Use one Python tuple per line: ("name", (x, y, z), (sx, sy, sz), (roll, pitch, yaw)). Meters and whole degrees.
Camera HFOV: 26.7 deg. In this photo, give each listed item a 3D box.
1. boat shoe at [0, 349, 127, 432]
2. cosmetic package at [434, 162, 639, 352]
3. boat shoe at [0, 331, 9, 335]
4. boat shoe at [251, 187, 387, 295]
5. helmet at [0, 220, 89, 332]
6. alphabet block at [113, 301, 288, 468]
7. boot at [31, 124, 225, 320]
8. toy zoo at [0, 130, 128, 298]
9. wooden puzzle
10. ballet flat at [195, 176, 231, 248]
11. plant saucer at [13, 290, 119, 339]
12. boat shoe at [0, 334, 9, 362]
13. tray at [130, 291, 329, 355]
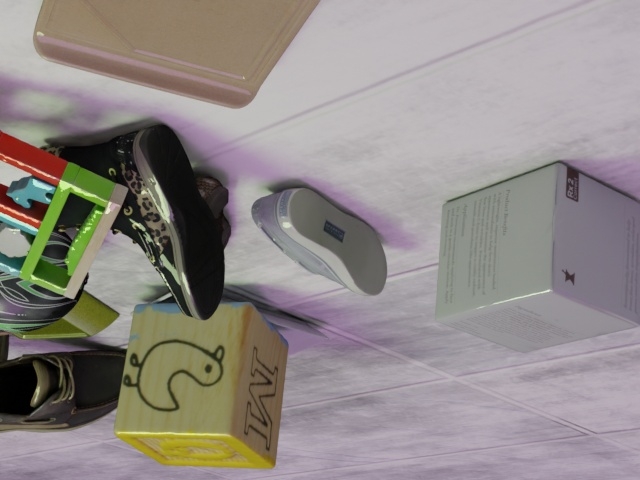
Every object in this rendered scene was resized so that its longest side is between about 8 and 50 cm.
("boat shoe", (-0.452, 0.246, 2.179), (0.355, 0.132, 0.130), (-11, 169, -28))
("cosmetic package", (0.248, 0.025, 1.533), (0.151, 0.151, 0.183), (22, 154, -34))
("boat shoe", (-0.541, 0.049, 1.874), (0.341, 0.122, 0.110), (10, -165, -3))
("boat shoe", (-0.001, 0.001, 1.652), (0.081, 0.079, 0.227), (0, 154, 38))
("helmet", (-0.392, 0.041, 1.725), (0.169, 0.169, 0.161), (0, 173, 15))
("alphabet block", (-0.167, 0.213, 1.959), (0.192, 0.197, 0.193), (-3, 156, 19))
("boot", (-0.216, -0.017, 1.538), (0.178, 0.085, 0.236), (-3, 119, 28))
("toy zoo", (-0.374, -0.052, 1.469), (0.293, 0.030, 0.192), (25, 137, -11))
("wooden puzzle", (-0.129, -0.212, 1.200), (0.221, 0.044, 0.239), (13, 152, -16))
("ballet flat", (-0.153, -0.014, 1.657), (0.058, 0.084, 0.250), (32, 158, 9))
("plant saucer", (-0.432, 0.107, 2.049), (0.188, 0.045, 0.188), (-3, 156, 23))
("boat shoe", (-0.545, 0.156, 2.162), (0.065, 0.075, 0.206), (3, 163, -2))
("tray", (-0.134, 0.119, 2.024), (0.270, 0.030, 0.145), (19, 156, -29))
